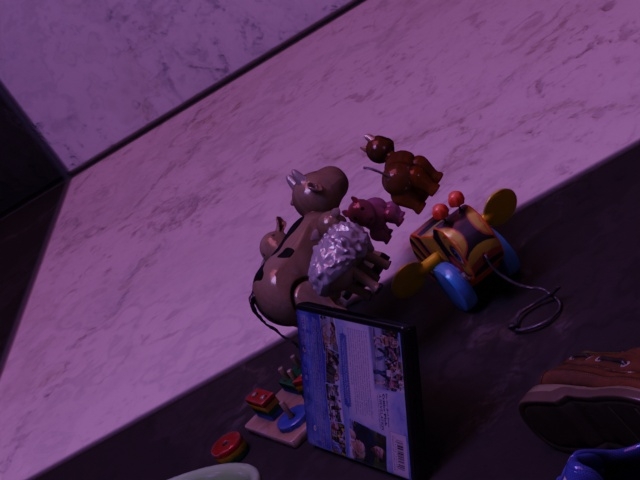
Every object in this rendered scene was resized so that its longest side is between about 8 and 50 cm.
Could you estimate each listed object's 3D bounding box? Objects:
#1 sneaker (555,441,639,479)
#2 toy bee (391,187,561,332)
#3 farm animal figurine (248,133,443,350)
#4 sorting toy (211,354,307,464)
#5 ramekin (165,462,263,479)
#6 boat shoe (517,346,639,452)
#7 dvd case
[{"bbox_3d":[0.239,0.258,1.546,0.296,0.131,0.112,-33,23,8],"label":"sneaker"},{"bbox_3d":[0.190,-0.002,2.124,0.298,0.162,0.195,-5,35,52],"label":"toy bee"},{"bbox_3d":[0.000,0.000,2.231,0.330,0.172,0.327,-53,5,50],"label":"farm animal figurine"},{"bbox_3d":[-0.024,0.195,2.181,0.274,0.046,0.132,-43,23,-20],"label":"sorting toy"},{"bbox_3d":[-0.172,0.378,1.792,0.303,0.148,0.303,-24,9,4],"label":"ramekin"},{"bbox_3d":[0.322,0.154,1.666,0.104,0.111,0.307,-46,24,-22],"label":"boat shoe"},{"bbox_3d":[0.045,0.173,1.966,0.022,0.180,0.253,-8,8,-28],"label":"dvd case"}]
